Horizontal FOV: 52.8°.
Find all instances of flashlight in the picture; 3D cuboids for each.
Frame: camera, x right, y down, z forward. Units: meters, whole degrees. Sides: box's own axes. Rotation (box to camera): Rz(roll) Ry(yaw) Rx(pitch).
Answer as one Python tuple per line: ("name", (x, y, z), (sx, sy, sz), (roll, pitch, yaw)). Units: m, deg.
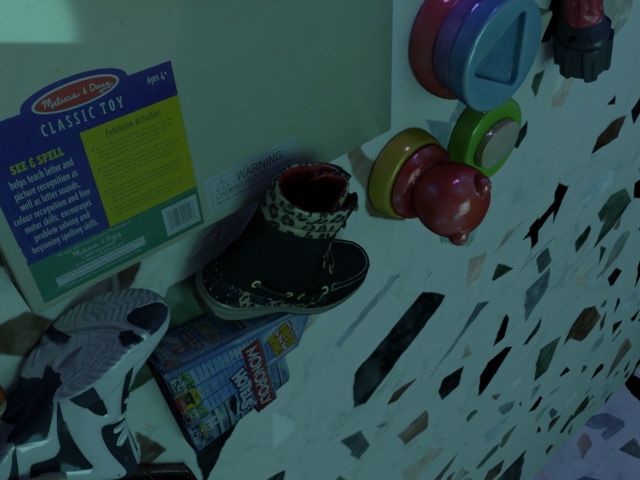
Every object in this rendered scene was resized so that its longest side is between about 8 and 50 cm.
("flashlight", (0.338, -0.336, 0.814), (0.103, 0.103, 0.304), (-43, 141, -16))

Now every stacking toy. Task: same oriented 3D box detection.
("stacking toy", (0.221, -0.157, 0.806), (0.280, 0.130, 0.309), (-15, 129, -39))

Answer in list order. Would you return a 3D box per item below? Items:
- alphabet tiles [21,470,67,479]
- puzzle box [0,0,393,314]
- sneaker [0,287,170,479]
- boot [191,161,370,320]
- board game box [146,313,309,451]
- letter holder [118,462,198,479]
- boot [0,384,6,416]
("alphabet tiles", (-0.376, 0.306, 0.553), (0.285, 0.011, 0.342), (-3, 127, -32))
("puzzle box", (-0.099, -0.142, 0.536), (0.409, 0.052, 0.272), (-30, 138, -28))
("sneaker", (-0.207, 0.156, 0.620), (0.235, 0.094, 0.153), (-50, 144, -5))
("boot", (0.000, 0.001, 0.677), (0.236, 0.085, 0.178), (-7, 148, -42))
("board game box", (-0.090, 0.142, 0.762), (0.194, 0.060, 0.194), (-34, 139, -24))
("letter holder", (-0.224, 0.443, 0.723), (0.152, 0.214, 0.301), (25, 99, -53))
("boot", (-0.308, 0.102, 0.500), (0.158, 0.059, 0.084), (27, 92, -52))
